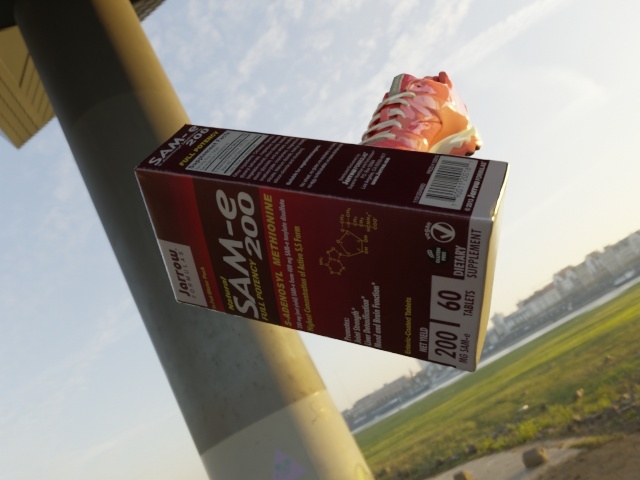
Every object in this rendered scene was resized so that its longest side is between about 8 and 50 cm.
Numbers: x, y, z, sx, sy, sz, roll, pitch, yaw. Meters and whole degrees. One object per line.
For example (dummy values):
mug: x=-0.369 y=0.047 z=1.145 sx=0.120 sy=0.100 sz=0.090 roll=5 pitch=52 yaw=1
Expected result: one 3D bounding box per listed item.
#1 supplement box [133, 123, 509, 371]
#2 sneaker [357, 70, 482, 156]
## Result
supplement box: x=0.000 y=0.000 z=0.408 sx=0.073 sy=0.240 sz=0.130 roll=-57 pitch=-31 yaw=-46
sneaker: x=0.099 y=-0.141 z=0.744 sx=0.116 sy=0.136 sz=0.314 roll=-8 pitch=17 yaw=40
